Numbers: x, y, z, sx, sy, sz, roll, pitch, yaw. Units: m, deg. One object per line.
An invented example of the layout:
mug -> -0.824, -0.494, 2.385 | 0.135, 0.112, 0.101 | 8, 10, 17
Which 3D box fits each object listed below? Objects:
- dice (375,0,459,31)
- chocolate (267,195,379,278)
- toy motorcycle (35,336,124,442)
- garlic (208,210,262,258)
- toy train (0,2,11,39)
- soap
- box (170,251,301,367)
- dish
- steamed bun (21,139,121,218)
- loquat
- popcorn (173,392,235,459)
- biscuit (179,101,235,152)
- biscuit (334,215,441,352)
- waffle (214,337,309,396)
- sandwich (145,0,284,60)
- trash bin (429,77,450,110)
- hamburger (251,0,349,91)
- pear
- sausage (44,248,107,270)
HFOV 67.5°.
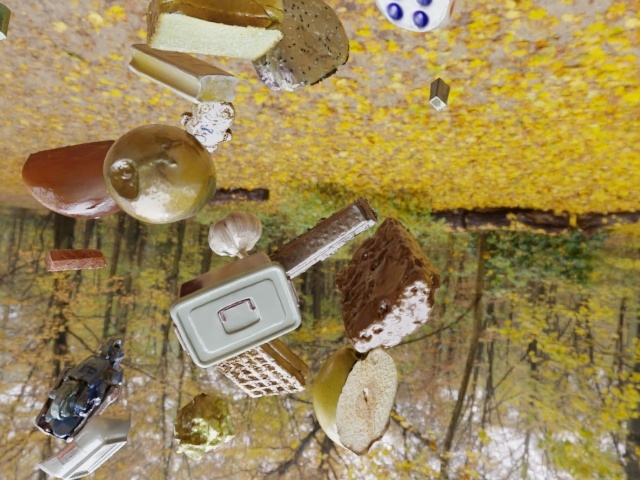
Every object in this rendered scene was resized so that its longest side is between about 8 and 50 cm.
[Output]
dice -> 0.302, -0.802, 1.408 | 0.243, 0.251, 0.259 | 21, 155, 13
chocolate -> 0.001, 0.004, 1.263 | 0.329, 0.102, 0.065 | -33, -171, 17
toy motorcycle -> -0.729, 0.462, 1.485 | 0.182, 0.241, 0.319 | 41, -150, -6
garlic -> -0.317, 0.009, 1.851 | 0.218, 0.212, 0.218 | -22, 161, -8
toy train -> -0.720, -0.480, 1.059 | 0.056, 0.093, 0.038 | -11, 159, 15
soap -> -0.393, -0.480, 1.378 | 0.274, 0.089, 0.173 | 29, -151, 20
box -> -0.213, 0.156, 1.190 | 0.294, 0.193, 0.167 | -22, -158, -10
dish -> -0.608, 0.553, 1.272 | 0.077, 0.212, 0.151 | 51, -177, 22
steamed bun -> -0.833, -0.205, 1.723 | 0.379, 0.248, 0.235 | -11, 178, -9
loquat -> -0.287, -0.123, 0.888 | 0.179, 0.179, 0.227 | 4, -169, 18
popcorn -> -0.362, 0.568, 1.470 | 0.185, 0.167, 0.187 | -33, 166, -17
biscuit -> -0.366, -0.384, 1.568 | 0.179, 0.039, 0.236 | 18, 138, -22
biscuit -> 0.215, 0.147, 1.580 | 0.166, 0.343, 0.395 | 33, -156, -24
waffle -> -0.197, 0.382, 1.494 | 0.212, 0.091, 0.308 | -16, 133, 22
sandwich -> -0.183, -0.373, 0.827 | 0.214, 0.065, 0.186 | -3, -177, -25
trash bin -> 0.391, -0.481, 1.583 | 0.061, 0.092, 0.043 | 33, 145, -24
hamburger -> -0.080, -0.642, 1.549 | 0.318, 0.277, 0.195 | -43, -151, -25
pear -> 0.102, 0.526, 1.665 | 0.191, 0.387, 0.340 | 13, -156, 42
sausage -> -0.695, 0.057, 1.383 | 0.065, 0.065, 0.169 | 3, -177, 41
